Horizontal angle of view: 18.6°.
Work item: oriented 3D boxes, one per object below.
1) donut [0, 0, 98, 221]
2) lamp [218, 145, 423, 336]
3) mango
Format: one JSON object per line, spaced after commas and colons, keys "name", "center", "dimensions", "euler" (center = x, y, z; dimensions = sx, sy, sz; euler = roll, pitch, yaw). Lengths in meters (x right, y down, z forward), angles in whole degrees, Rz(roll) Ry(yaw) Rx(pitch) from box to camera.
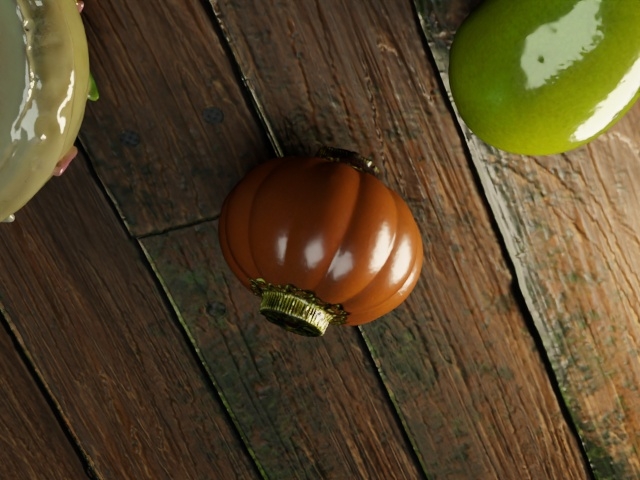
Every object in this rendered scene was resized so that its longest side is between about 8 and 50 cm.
{"name": "donut", "center": [-0.380, -0.161, 1.994], "dimensions": [0.371, 0.150, 0.307], "euler": [-37, 87, 27]}
{"name": "lamp", "center": [0.000, 0.000, 2.081], "dimensions": [0.223, 0.196, 0.223], "euler": [18, 164, 5]}
{"name": "mango", "center": [0.245, -0.195, 1.938], "dimensions": [0.185, 0.149, 0.273], "euler": [38, 120, -14]}
